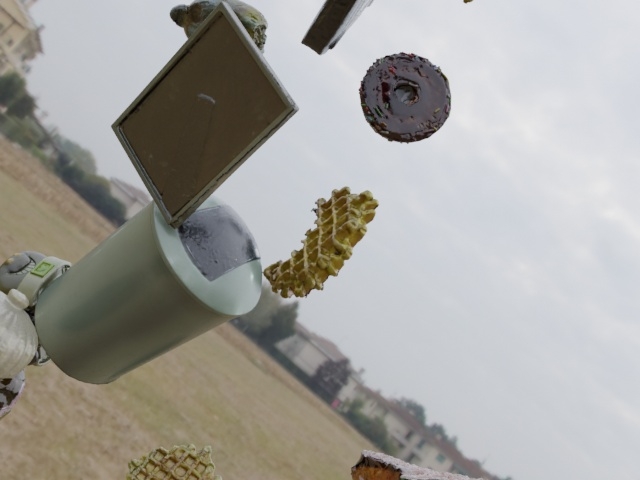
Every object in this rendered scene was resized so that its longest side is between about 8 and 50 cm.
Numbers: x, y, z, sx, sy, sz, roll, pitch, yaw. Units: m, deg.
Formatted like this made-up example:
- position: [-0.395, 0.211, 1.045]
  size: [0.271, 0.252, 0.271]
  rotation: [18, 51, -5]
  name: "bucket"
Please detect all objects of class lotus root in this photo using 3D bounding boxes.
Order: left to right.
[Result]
- position: [-0.191, -0.400, 1.356]
  size: [0.192, 0.113, 0.088]
  rotation: [19, 22, 11]
  name: "lotus root"

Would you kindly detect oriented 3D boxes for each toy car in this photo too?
- position: [-0.646, 0.134, 1.559]
  size: [0.198, 0.204, 0.247]
  rotation: [18, -53, 8]
  name: "toy car"

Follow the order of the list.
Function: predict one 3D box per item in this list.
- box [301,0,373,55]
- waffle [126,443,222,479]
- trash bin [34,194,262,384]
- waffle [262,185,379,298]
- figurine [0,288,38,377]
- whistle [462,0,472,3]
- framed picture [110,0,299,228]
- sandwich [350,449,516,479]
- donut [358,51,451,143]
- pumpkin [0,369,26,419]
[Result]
- position: [0.111, -0.681, 1.921]
  size: [0.091, 0.359, 0.350]
  rotation: [38, -35, -5]
  name: "box"
- position: [-0.366, 0.628, 1.844]
  size: [0.058, 0.244, 0.237]
  rotation: [101, -19, -44]
  name: "waffle"
- position: [-0.322, 0.086, 1.417]
  size: [0.280, 0.432, 0.280]
  rotation: [44, 28, -30]
  name: "trash bin"
- position: [0.000, 0.000, 1.561]
  size: [0.069, 0.292, 0.260]
  rotation: [41, -17, -24]
  name: "waffle"
- position: [-0.617, 0.217, 1.188]
  size: [0.205, 0.332, 0.185]
  rotation: [-19, -63, 49]
  name: "figurine"
- position: [0.320, -0.523, 1.444]
  size: [0.046, 0.057, 0.109]
  rotation: [29, -47, -8]
  name: "whistle"
- position: [-0.202, -0.201, 1.201]
  size: [0.232, 0.315, 0.024]
  rotation: [58, 25, 15]
  name: "framed picture"
- position: [0.158, 0.449, 1.205]
  size: [0.251, 0.161, 0.301]
  rotation: [20, -16, -37]
  name: "sandwich"
- position: [0.204, -0.348, 1.792]
  size: [0.235, 0.235, 0.089]
  rotation: [41, -9, -1]
  name: "donut"
- position: [-0.790, 0.293, 1.596]
  size: [0.260, 0.260, 0.189]
  rotation: [40, -38, 7]
  name: "pumpkin"
